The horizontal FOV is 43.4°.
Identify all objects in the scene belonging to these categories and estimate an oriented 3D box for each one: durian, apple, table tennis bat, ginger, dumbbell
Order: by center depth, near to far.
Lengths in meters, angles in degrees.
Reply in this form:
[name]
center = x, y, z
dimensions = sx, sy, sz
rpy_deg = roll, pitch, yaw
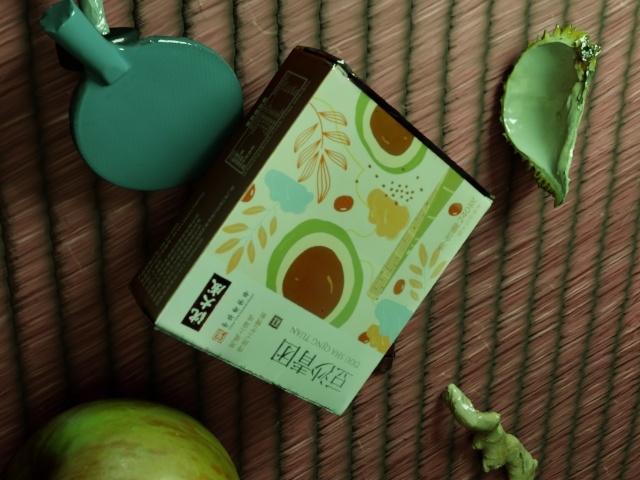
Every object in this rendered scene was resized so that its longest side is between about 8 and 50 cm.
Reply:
[dumbbell]
center = -0.274, -0.302, 0.943
dimensions = 0.100, 0.100, 0.191
rpy_deg = -11, 112, -13
[table tennis bat]
center = -0.214, -0.169, 0.967
dimensions = 0.215, 0.044, 0.329
rpy_deg = -37, 147, 3
[apple]
center = -0.267, 0.411, 1.065
dimensions = 0.334, 0.400, 0.400
rpy_deg = 34, 97, -29
[durian]
center = 0.347, -0.182, 1.165
dimensions = 0.145, 0.139, 0.252
rpy_deg = 8, 107, -25
[ginger]
center = 0.294, 0.348, 1.393
dimensions = 0.089, 0.075, 0.288
rpy_deg = -40, 120, 6

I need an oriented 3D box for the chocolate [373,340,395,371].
[chocolate]
center = 0.091, 0.130, 1.263
dimensions = 0.086, 0.028, 0.182
rpy_deg = 2, 107, -22

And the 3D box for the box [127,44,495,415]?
[box]
center = 0.000, 0.000, 1.077
dimensions = 0.345, 0.122, 0.385
rpy_deg = 34, 93, -37
